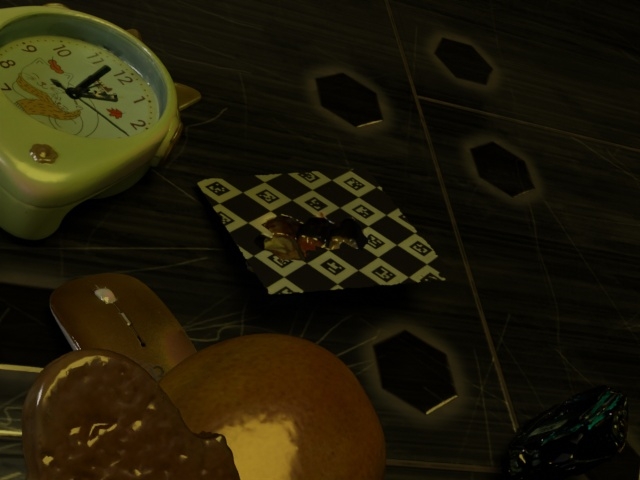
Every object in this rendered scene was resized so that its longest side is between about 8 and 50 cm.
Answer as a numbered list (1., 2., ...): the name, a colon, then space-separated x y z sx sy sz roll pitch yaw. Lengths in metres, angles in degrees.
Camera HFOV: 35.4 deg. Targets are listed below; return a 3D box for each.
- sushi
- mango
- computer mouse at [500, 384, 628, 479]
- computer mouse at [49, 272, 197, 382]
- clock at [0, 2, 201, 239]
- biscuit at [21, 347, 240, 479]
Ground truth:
1. sushi: 0.000 0.000 1.360 0.290 0.050 0.264 -5 41 -32
2. mango: -0.093 0.253 0.953 0.264 0.221 0.378 49 54 3
3. computer mouse: 0.320 0.255 1.265 0.241 0.146 0.078 -23 85 -46
4. computer mouse: -0.207 0.130 1.112 0.126 0.056 0.245 -15 59 -40
5. clock: -0.321 -0.170 1.272 0.286 0.117 0.348 46 43 14
6. biscuit: -0.202 0.307 0.723 0.394 0.076 0.368 -34 101 -30
